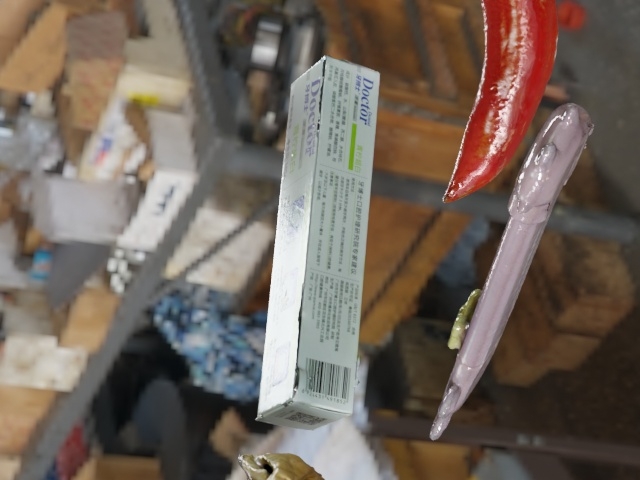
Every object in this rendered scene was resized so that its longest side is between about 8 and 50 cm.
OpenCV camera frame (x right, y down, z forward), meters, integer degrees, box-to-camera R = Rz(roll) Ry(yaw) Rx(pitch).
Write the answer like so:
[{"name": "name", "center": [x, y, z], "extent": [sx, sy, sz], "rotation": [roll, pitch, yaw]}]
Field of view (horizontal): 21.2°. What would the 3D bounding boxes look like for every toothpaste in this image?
[{"name": "toothpaste", "center": [0.000, 0.000, 1.559], "extent": [0.081, 0.067, 0.336], "rotation": [-31, 48, 57]}]

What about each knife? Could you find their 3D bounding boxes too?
[{"name": "knife", "center": [0.139, 0.023, 1.301], "extent": [0.132, 0.038, 0.399], "rotation": [-58, -10, -33]}]

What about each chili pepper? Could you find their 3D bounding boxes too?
[{"name": "chili pepper", "center": [0.176, -0.227, 1.760], "extent": [0.092, 0.137, 0.368], "rotation": [-17, -78, -83]}]

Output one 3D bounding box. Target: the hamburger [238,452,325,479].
[{"name": "hamburger", "center": [-0.020, 0.276, 1.412], "extent": [0.155, 0.135, 0.208], "rotation": [102, 174, -75]}]
